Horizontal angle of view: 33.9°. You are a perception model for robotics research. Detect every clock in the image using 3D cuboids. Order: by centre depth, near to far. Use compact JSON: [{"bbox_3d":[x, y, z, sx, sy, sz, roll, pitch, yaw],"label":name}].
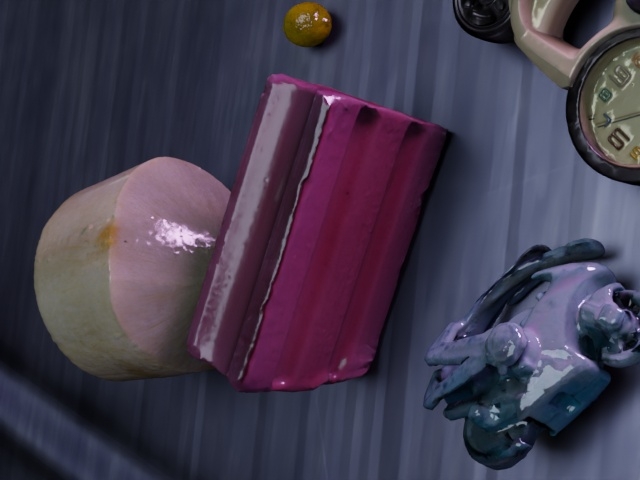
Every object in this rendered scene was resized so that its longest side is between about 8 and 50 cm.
[{"bbox_3d":[0.323,-0.239,1.119,0.276,0.120,0.379,-50,60,29],"label":"clock"}]

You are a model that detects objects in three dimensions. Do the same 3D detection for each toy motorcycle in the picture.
[{"bbox_3d":[0.232,0.114,1.132,0.260,0.154,0.206,-46,34,18],"label":"toy motorcycle"}]

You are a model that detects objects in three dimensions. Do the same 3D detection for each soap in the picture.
[{"bbox_3d":[0.000,0.000,1.279,0.128,0.233,0.359,25,101,42],"label":"soap"}]

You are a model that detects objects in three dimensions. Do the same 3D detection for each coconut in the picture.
[{"bbox_3d":[-0.221,0.044,1.425,0.323,0.323,0.322,-7,79,40],"label":"coconut"}]

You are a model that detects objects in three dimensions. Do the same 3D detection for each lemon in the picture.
[{"bbox_3d":[-0.020,-0.298,1.451,0.083,0.062,0.062,-1,83,39],"label":"lemon"}]
